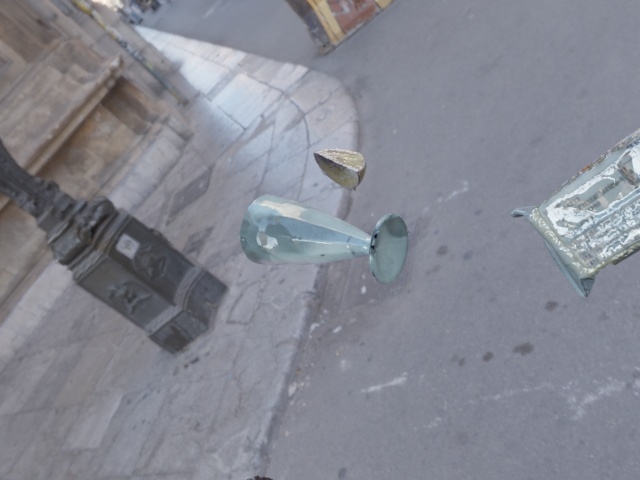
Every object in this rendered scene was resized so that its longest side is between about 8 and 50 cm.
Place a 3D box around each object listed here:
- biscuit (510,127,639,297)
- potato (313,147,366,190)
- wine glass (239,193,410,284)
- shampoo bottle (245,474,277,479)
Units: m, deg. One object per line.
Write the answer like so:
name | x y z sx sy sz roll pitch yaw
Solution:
biscuit | 0.430 -0.058 0.770 0.309 0.186 0.079 -46 -12 37
potato | 0.034 -0.093 0.710 0.036 0.037 0.093 -34 39 -21
wine glass | 0.000 0.000 0.531 0.155 0.073 0.073 11 61 37
shampoo bottle | -0.065 0.274 0.416 0.104 0.104 0.278 -43 3 7
